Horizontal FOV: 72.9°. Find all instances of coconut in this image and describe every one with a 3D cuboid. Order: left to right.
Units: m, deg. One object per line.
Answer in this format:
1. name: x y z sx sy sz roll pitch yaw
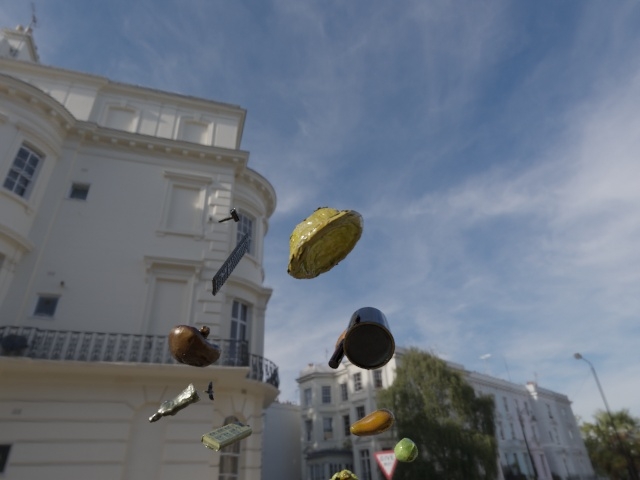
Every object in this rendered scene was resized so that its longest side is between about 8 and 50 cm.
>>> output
1. coconut: 0.334 0.813 1.679 0.088 0.088 0.096 17 -53 -29

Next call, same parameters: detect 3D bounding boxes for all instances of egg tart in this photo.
1. egg tart: 0.000 0.000 1.544 0.345 0.132 0.345 -34 -25 -19

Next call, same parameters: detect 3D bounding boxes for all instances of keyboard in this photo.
1. keyboard: -0.361 0.092 1.760 0.018 0.309 0.101 18 -50 8

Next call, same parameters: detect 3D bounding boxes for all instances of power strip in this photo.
1. power strip: -0.366 0.786 1.758 0.092 0.034 0.268 14 -1 27

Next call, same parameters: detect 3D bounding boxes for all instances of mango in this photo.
1. mango: 0.210 0.741 1.744 0.184 0.085 0.102 -22 -33 -7

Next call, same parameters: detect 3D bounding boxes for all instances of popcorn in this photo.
1. popcorn: 0.093 1.131 1.905 0.221 0.204 0.183 -29 -24 -37

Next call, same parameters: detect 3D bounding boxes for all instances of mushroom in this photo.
1. mushroom: -0.518 0.440 1.753 0.194 0.138 0.231 -32 -57 24

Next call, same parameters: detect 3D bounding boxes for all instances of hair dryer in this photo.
1. hair dryer: -0.347 -0.086 1.625 0.083 0.026 0.047 -17 -60 12

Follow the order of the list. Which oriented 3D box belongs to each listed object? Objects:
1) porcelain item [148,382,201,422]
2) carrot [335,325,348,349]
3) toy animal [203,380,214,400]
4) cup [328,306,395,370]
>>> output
1. porcelain item: -0.610 0.690 1.804 0.216 0.081 0.069 -30 -51 -20
2. carrot: 0.170 0.457 2.006 0.225 0.159 0.159 -40 -38 -1
3. toy animal: -0.499 0.672 1.931 0.050 0.084 0.028 -4 -27 -23
4. cup: 0.127 0.327 1.472 0.239 0.166 0.177 -14 11 8
